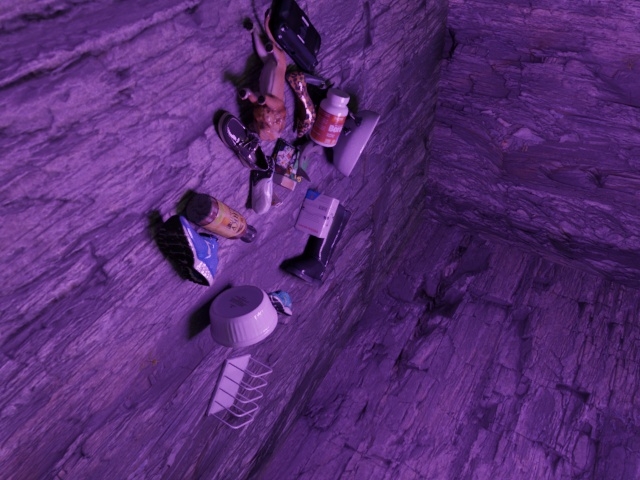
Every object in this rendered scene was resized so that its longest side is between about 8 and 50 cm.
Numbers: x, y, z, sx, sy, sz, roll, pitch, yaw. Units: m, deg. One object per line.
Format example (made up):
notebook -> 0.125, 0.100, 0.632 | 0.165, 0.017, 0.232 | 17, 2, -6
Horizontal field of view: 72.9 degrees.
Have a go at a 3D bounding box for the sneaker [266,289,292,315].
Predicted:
sneaker -> -0.211, 0.301, 2.173 | 0.275, 0.107, 0.109 | 60, 36, -66

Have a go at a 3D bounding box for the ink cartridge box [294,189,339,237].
ink cartridge box -> -0.017, -0.129, 2.123 | 0.086, 0.148, 0.202 | 10, 102, -67

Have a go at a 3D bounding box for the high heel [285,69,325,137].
high heel -> -0.099, -0.544, 1.731 | 0.186, 0.093, 0.261 | -5, 125, -43

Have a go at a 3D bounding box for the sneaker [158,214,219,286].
sneaker -> -0.429, 0.016, 1.459 | 0.329, 0.130, 0.147 | 81, 24, -54

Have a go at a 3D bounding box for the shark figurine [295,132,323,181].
shark figurine -> -0.033, -0.381, 1.869 | 0.278, 0.116, 0.166 | -62, 146, -45

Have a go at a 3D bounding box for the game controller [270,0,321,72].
game controller -> -0.083, -0.756, 1.597 | 0.319, 0.067, 0.166 | 15, 81, -67

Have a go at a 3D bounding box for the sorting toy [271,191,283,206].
sorting toy -> -0.200, -0.161, 1.808 | 0.083, 0.075, 0.044 | -43, 145, -43

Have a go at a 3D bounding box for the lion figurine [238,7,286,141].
lion figurine -> -0.172, -0.545, 1.483 | 0.240, 0.142, 0.391 | -3, 109, -71

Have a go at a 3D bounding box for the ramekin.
ramekin -> -0.317, 0.290, 1.729 | 0.273, 0.273, 0.127 | -43, 133, -44

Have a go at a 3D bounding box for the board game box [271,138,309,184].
board game box -> -0.131, -0.336, 1.866 | 0.260, 0.031, 0.136 | 17, 92, -66

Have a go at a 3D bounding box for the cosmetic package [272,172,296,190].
cosmetic package -> -0.157, -0.250, 1.843 | 0.115, 0.060, 0.041 | 15, 96, -64

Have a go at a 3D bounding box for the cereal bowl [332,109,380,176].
cereal bowl -> 0.155, -0.492, 2.127 | 0.338, 0.141, 0.339 | -61, 180, 0

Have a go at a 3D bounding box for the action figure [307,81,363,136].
action figure -> 0.050, -0.585, 1.903 | 0.276, 0.141, 0.164 | 39, 103, -27

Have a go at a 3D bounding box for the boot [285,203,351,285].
boot -> 0.000, 0.000, 2.263 | 0.444, 0.146, 0.367 | -64, 164, -3

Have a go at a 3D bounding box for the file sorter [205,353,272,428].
file sorter -> -0.376, 0.710, 2.043 | 0.193, 0.173, 0.277 | 14, 97, -65

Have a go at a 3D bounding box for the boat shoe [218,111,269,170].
boat shoe -> -0.259, -0.338, 1.520 | 0.102, 0.093, 0.285 | -61, 155, -17

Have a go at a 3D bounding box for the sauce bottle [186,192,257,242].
sauce bottle -> -0.339, -0.067, 1.562 | 0.111, 0.112, 0.344 | -66, 157, -4

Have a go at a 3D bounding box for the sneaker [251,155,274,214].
sneaker -> -0.227, -0.221, 1.716 | 0.086, 0.085, 0.236 | -79, 179, -74

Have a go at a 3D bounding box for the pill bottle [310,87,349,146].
pill bottle -> 0.042, -0.510, 1.796 | 0.121, 0.121, 0.216 | -36, 155, -50
